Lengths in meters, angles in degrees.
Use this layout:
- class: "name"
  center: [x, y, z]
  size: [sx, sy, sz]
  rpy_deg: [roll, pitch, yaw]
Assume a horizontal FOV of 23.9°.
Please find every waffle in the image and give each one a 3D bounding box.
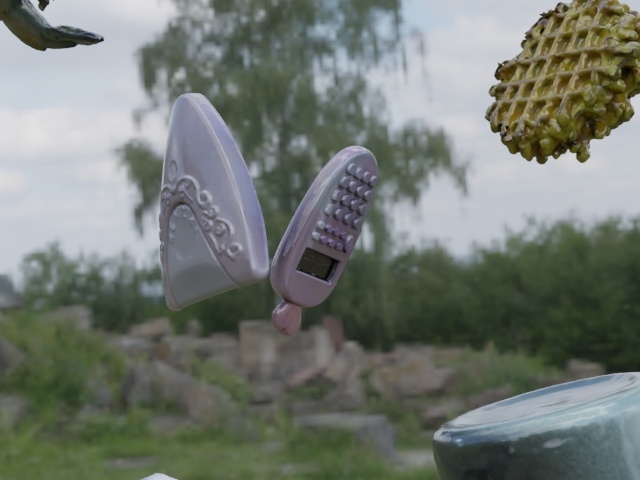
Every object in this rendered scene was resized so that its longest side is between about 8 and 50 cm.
- class: "waffle"
  center: [0.259, -0.169, 1.577]
  size: [0.070, 0.193, 0.197]
  rpy_deg: [33, 16, -30]

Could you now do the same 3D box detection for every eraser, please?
- class: "eraser"
  center: [-0.145, -0.051, 1.748]
  size: [0.059, 0.243, 0.204]
  rpy_deg: [-4, -11, -35]

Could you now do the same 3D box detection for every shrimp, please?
- class: "shrimp"
  center: [-0.226, -0.241, 1.311]
  size: [0.217, 0.150, 0.051]
  rpy_deg: [-6, 12, 39]

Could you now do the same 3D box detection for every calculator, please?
- class: "calculator"
  center: [0.000, 0.000, 1.230]
  size: [0.024, 0.166, 0.103]
  rpy_deg: [26, 1, 25]

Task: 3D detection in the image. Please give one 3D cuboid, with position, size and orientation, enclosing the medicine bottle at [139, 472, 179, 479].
- class: "medicine bottle"
  center: [-0.065, 0.268, 0.942]
  size: [0.171, 0.201, 0.052]
  rpy_deg: [17, 14, 25]

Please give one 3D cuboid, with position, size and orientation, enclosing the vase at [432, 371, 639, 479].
- class: "vase"
  center: [0.192, 0.255, 1.085]
  size: [0.245, 0.291, 0.245]
  rpy_deg: [-16, 0, 0]
